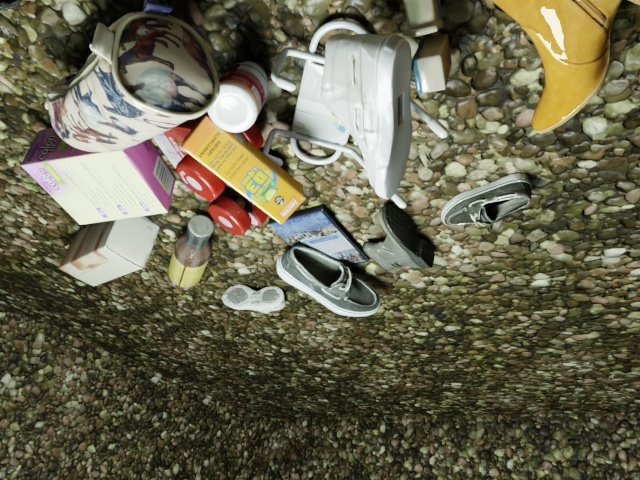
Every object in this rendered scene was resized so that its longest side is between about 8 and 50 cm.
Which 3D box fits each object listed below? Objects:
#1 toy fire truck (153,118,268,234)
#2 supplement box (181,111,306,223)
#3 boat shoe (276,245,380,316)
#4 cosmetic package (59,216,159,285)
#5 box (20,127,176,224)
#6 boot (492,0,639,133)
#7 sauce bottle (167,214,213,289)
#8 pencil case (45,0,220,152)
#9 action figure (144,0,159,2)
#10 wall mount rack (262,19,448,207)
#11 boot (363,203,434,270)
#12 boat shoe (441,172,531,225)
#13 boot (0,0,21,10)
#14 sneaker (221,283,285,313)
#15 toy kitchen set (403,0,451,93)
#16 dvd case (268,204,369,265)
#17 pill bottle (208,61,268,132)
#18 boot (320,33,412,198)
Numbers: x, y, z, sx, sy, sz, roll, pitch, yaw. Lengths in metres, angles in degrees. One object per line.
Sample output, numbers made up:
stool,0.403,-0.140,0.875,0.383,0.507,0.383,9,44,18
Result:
toy fire truck,-0.240,-0.158,1.052,0.253,0.169,0.302,21,155,33
supplement box,-0.136,-0.133,0.880,0.233,0.080,0.078,37,103,-25
boat shoe,0.037,0.120,1.346,0.335,0.121,0.119,24,149,-15
cosmetic package,-0.640,0.023,1.436,0.296,0.153,0.129,-18,138,36
box,-0.503,-0.159,1.113,0.242,0.117,0.214,-8,144,10
boot,0.327,-0.305,0.685,0.211,0.104,0.295,21,141,-5
sauce bottle,-0.380,0.039,1.412,0.111,0.112,0.344,22,146,-14
pencil case,-0.344,-0.255,0.815,0.183,0.160,0.410,29,161,-37
action figure,-0.269,-0.453,0.587,0.099,0.185,0.285,-21,144,14
wall mount rack,0.053,-0.206,0.882,0.303,0.131,0.350,14,148,-4
boot,0.171,0.009,1.222,0.161,0.084,0.246,-9,140,39
boat shoe,0.354,-0.072,1.041,0.077,0.070,0.219,30,143,-26
boot,-0.598,-0.404,0.793,0.260,0.131,0.348,8,147,6
sneaker,-0.228,0.216,1.655,0.232,0.091,0.115,3,150,15
toy kitchen set,0.098,-0.334,0.720,0.166,0.122,0.207,-3,124,23
dvd case,0.000,0.000,1.311,0.180,0.022,0.253,-13,139,32
pill bottle,-0.138,-0.258,0.833,0.086,0.152,0.086,3,127,4
boot,0.069,-0.190,0.739,0.123,0.095,0.258,20,134,27
